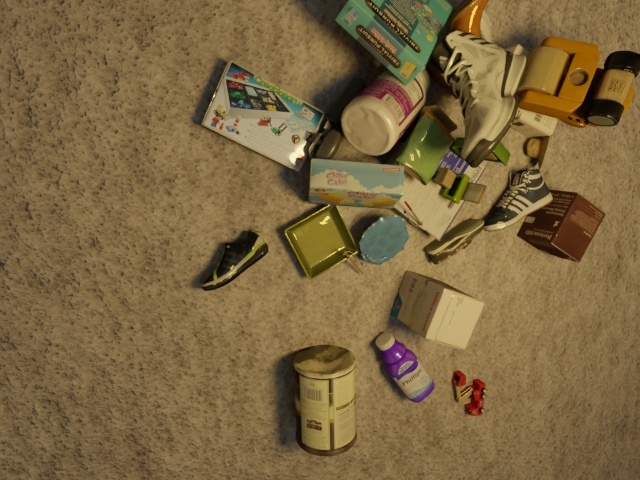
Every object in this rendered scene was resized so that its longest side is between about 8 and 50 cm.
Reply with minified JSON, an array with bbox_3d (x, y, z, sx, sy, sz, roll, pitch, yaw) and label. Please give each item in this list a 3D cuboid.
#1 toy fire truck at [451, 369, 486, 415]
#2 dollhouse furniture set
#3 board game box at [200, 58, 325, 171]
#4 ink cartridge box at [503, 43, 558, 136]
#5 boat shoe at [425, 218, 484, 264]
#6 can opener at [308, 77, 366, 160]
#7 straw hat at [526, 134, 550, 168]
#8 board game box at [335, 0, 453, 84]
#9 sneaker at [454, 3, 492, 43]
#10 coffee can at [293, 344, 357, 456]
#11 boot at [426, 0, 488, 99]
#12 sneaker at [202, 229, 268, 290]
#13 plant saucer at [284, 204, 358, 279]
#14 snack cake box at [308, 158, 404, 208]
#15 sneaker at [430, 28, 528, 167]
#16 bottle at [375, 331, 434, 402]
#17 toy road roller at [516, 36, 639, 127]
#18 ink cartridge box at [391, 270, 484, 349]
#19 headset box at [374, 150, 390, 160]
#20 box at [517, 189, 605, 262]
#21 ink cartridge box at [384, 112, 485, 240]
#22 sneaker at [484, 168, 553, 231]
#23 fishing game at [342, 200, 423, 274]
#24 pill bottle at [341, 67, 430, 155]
[{"bbox_3d":[0.578,0.600,1.658,0.135,0.047,0.192,-2,103,-18],"label":"toy fire truck"},{"bbox_3d":[0.397,-0.242,1.254,0.301,0.151,0.198,24,90,-41],"label":"dollhouse furniture set"},{"bbox_3d":[-0.159,-0.347,1.211,0.305,0.053,0.193,24,92,-22],"label":"board game box"},{"bbox_3d":[0.683,-0.496,1.431,0.272,0.115,0.199,19,94,-22],"label":"ink cartridge box"},{"bbox_3d":[0.479,0.002,1.488,0.227,0.081,0.069,-30,112,-3],"label":"boat shoe"},{"bbox_3d":[0.065,-0.344,1.250,0.283,0.095,0.076,-54,153,-7],"label":"can opener"},{"bbox_3d":[0.771,-0.331,1.520,0.061,0.144,0.145,13,99,20],"label":"straw hat"},{"bbox_3d":[0.215,-0.627,1.170,0.253,0.079,0.336,37,58,-14],"label":"board game box"},{"bbox_3d":[0.517,-0.657,1.364,0.094,0.090,0.235,-37,114,-25],"label":"sneaker"},{"bbox_3d":[0.017,0.508,1.367,0.201,0.201,0.276,-5,102,-18],"label":"coffee can"},{"bbox_3d":[0.469,-0.603,1.301,0.211,0.104,0.295,37,121,-14],"label":"boot"},{"bbox_3d":[-0.263,0.056,1.261,0.234,0.084,0.097,-37,86,-9],"label":"sneaker"},{"bbox_3d":[0.000,0.000,1.341,0.188,0.045,0.188,-30,108,-11],"label":"plant saucer"},{"bbox_3d":[0.098,-0.161,1.240,0.264,0.152,0.089,4,79,-2],"label":"snack cake box"},{"bbox_3d":[0.389,-0.402,1.156,0.257,0.169,0.448,27,58,0],"label":"sneaker"},{"bbox_3d":[0.294,0.446,1.506,0.118,0.092,0.283,-38,110,-7],"label":"bottle"},{"bbox_3d":[0.791,-0.468,1.335,0.329,0.240,0.203,21,94,14],"label":"toy road roller"},{"bbox_3d":[0.382,0.226,1.415,0.168,0.232,0.171,18,95,-21],"label":"ink cartridge box"},{"bbox_3d":[0.185,-0.297,1.349,0.083,0.032,0.062,31,90,-20],"label":"headset box"},{"bbox_3d":[0.883,-0.058,1.560,0.167,0.168,0.203,28,91,-22],"label":"box"},{"bbox_3d":[0.357,-0.205,1.410,0.307,0.072,0.304,34,88,-24],"label":"ink cartridge box"},{"bbox_3d":[0.682,-0.153,1.513,0.282,0.099,0.153,-28,103,-8],"label":"sneaker"},{"bbox_3d":[0.206,-0.005,1.373,0.264,0.041,0.189,-43,130,6],"label":"fishing game"},{"bbox_3d":[0.199,-0.393,1.221,0.169,0.169,0.301,53,55,-20],"label":"pill bottle"}]
